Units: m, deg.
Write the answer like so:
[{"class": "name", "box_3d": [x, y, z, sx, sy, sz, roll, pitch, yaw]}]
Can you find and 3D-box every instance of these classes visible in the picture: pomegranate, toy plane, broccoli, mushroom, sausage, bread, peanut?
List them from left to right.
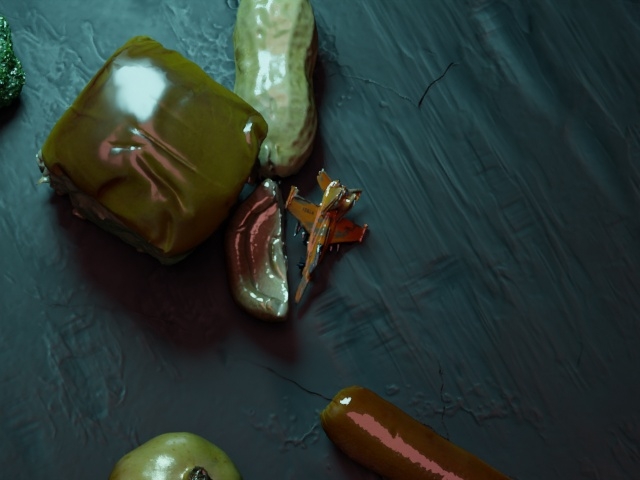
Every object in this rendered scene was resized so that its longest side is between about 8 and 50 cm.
[{"class": "broccoli", "box_3d": [-0.515, -0.247, 1.921, 0.156, 0.195, 0.195, 20, 69, 41]}, {"class": "bread", "box_3d": [-0.224, -0.120, 1.847, 0.279, 0.225, 0.250, 34, 76, 5]}, {"class": "pomegranate", "box_3d": [-0.180, 0.337, 1.725, 0.191, 0.191, 0.191, 0, 73, -1]}, {"class": "mushroom", "box_3d": [-0.086, 0.020, 1.886, 0.094, 0.072, 0.210, -6, 70, -5]}, {"class": "peanut", "box_3d": [-0.065, -0.230, 1.939, 0.130, 0.130, 0.290, 2, 79, -1]}, {"class": "toy plane", "box_3d": [-0.005, -0.001, 1.903, 0.135, 0.062, 0.188, 24, 92, -26]}, {"class": "sausage", "box_3d": [0.135, 0.293, 1.801, 0.300, 0.083, 0.089, 30, 62, 6]}]
